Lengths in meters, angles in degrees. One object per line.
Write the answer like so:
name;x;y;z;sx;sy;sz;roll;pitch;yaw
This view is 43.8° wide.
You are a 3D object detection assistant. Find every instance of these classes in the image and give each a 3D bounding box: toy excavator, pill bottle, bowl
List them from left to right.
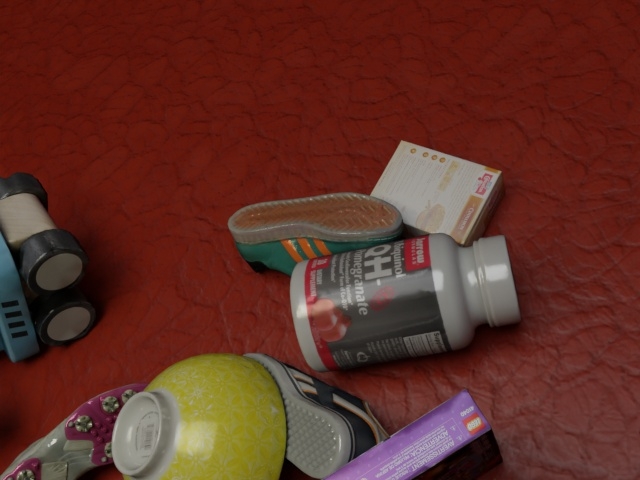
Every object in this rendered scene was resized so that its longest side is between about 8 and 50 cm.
toy excavator;-0.641;0.144;1.384;0.445;0.433;0.222;-23;53;-27
bowl;-0.204;0.290;1.149;0.289;0.156;0.290;-21;58;38
pill bottle;0.129;0.086;1.188;0.318;0.176;0.176;-12;60;13

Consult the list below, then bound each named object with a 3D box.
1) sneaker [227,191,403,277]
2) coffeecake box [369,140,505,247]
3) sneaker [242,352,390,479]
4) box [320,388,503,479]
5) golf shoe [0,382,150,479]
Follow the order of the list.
sneaker;0.000;0.000;1.318;0.302;0.121;0.108;0;40;25
coffeecake box;0.188;-0.068;1.313;0.185;0.068;0.142;22;72;28
sneaker;-0.020;0.266;1.187;0.321;0.127;0.126;26;98;54
box;0.127;0.292;1.008;0.201;0.293;0.057;-32;63;1
golf shoe;-0.398;0.328;1.285;0.306;0.115;0.140;-35;14;-23
